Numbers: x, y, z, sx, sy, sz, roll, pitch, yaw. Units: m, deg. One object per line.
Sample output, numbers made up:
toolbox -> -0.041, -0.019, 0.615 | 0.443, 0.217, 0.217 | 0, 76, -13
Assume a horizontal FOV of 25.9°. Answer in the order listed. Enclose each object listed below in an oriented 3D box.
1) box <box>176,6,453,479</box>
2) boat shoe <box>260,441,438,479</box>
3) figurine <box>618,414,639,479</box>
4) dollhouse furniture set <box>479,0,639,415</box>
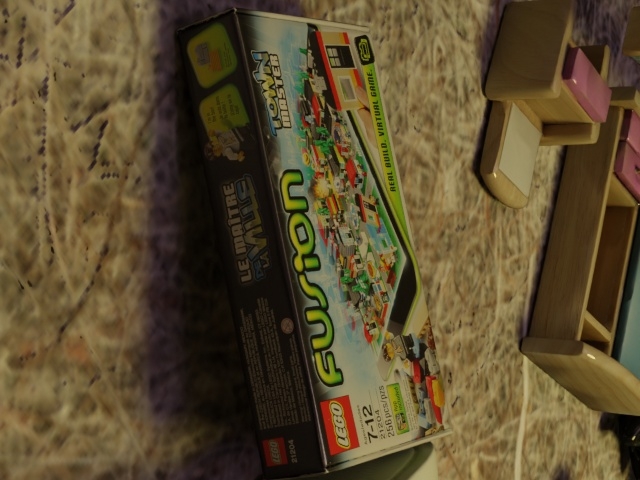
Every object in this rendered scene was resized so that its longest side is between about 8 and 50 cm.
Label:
box -> 0.000, 0.000, 0.651 | 0.114, 0.036, 0.207 | -6, 83, -56
boat shoe -> -0.024, 0.175, 0.599 | 0.302, 0.114, 0.091 | -23, 105, -52
figurine -> 0.315, 0.145, 1.137 | 0.209, 0.092, 0.215 | -52, 133, -29
dollhouse furniture set -> 0.290, -0.006, 0.885 | 0.286, 0.303, 0.198 | 37, 61, -51
